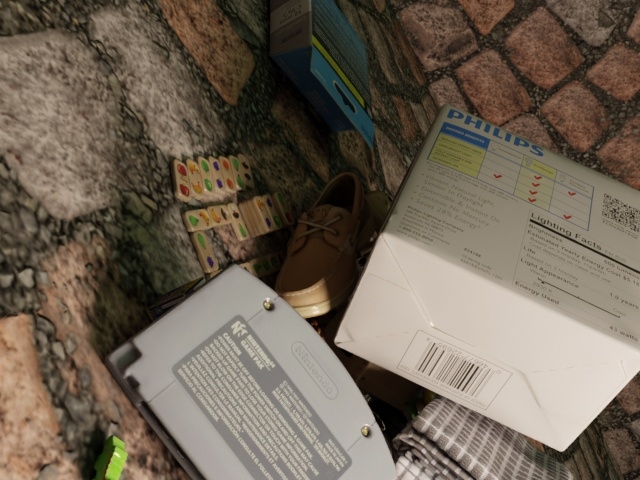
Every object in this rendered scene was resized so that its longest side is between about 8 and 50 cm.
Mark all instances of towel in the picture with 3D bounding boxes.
[{"bbox_3d":[0.227,0.312,1.025,0.235,0.121,0.284,40,10,15],"label":"towel"}]

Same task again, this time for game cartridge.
[{"bbox_3d":[-0.059,0.182,0.787,0.198,0.062,0.297,-38,91,-37],"label":"game cartridge"}]

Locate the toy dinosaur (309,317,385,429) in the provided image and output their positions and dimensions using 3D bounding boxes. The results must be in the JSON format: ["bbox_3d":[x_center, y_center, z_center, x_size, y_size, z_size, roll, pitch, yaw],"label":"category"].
[{"bbox_3d":[0.008,0.264,0.983,0.322,0.164,0.218,53,-1,32],"label":"toy dinosaur"}]

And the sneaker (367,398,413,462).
[{"bbox_3d":[0.116,0.373,1.122,0.153,0.101,0.268,5,58,-64],"label":"sneaker"}]

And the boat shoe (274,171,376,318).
[{"bbox_3d":[0.000,0.000,1.147,0.341,0.122,0.110,-63,144,-59],"label":"boat shoe"}]

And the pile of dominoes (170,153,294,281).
[{"bbox_3d":[-0.115,-0.039,1.077,0.196,0.040,0.251,67,22,1],"label":"pile of dominoes"}]

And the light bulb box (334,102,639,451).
[{"bbox_3d":[0.258,0.036,1.077,0.358,0.225,0.361,26,41,4],"label":"light bulb box"}]

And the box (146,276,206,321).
[{"bbox_3d":[-0.127,0.131,0.859,0.169,0.059,0.054,62,23,-11],"label":"box"}]

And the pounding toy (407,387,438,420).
[{"bbox_3d":[0.178,0.280,1.329,0.237,0.110,0.183,67,22,1],"label":"pounding toy"}]

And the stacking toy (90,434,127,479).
[{"bbox_3d":[-0.145,0.305,0.664,0.167,0.052,0.221,49,27,-36],"label":"stacking toy"}]

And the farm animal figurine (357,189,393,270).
[{"bbox_3d":[0.195,0.070,1.354,0.330,0.172,0.327,54,1,-40],"label":"farm animal figurine"}]

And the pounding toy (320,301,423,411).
[{"bbox_3d":[0.094,0.192,1.204,0.206,0.094,0.181,36,2,-37],"label":"pounding toy"}]

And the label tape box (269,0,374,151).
[{"bbox_3d":[0.002,-0.364,1.565,0.249,0.115,0.347,44,34,-42],"label":"label tape box"}]
